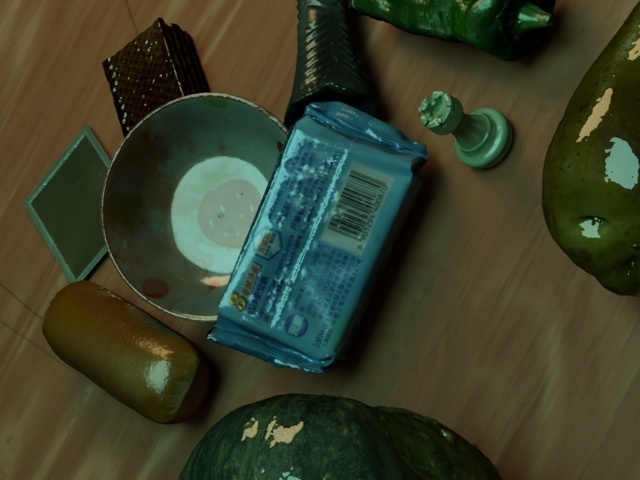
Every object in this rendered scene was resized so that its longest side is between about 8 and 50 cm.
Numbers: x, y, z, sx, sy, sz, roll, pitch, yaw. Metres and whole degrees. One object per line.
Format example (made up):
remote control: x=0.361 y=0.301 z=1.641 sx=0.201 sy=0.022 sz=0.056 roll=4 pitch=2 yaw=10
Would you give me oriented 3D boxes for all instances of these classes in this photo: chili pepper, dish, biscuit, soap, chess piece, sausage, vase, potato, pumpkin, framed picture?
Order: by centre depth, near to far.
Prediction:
pumpkin: x=0.034 y=0.273 z=1.686 sx=0.291 sy=0.328 sz=0.257 roll=-14 pitch=73 yaw=56
potato: x=0.341 y=-0.126 z=1.707 sx=0.369 sy=0.176 sz=0.195 roll=-63 pitch=19 yaw=-3
chess piece: x=0.149 y=-0.120 z=1.900 sx=0.067 sy=0.103 sz=0.067 roll=-16 pitch=64 yaw=35
soap: x=0.000 y=0.000 z=1.955 sx=0.156 sy=0.077 sz=0.293 roll=24 pitch=90 yaw=8
chili pepper: x=0.154 y=-0.267 z=1.956 sx=0.136 sy=0.099 sz=0.270 roll=-42 pitch=45 yaw=-17
dish: x=-0.116 y=-0.036 z=2.075 sx=0.260 sy=0.085 sz=0.260 roll=-1 pitch=87 yaw=18
vase: x=0.004 y=-0.238 z=2.078 sx=0.115 sy=0.115 sz=0.237 roll=-25 pitch=55 yaw=31
sausage: x=-0.232 y=0.128 z=2.131 sx=0.274 sy=0.105 sz=0.105 roll=27 pitch=92 yaw=44
biscuit: x=-0.187 y=-0.156 z=2.226 sx=0.106 sy=0.070 sz=0.252 roll=-36 pitch=52 yaw=23
framed picture: x=-0.305 y=-0.044 z=2.322 sx=0.142 sy=0.011 sz=0.183 roll=-49 pitch=49 yaw=14
